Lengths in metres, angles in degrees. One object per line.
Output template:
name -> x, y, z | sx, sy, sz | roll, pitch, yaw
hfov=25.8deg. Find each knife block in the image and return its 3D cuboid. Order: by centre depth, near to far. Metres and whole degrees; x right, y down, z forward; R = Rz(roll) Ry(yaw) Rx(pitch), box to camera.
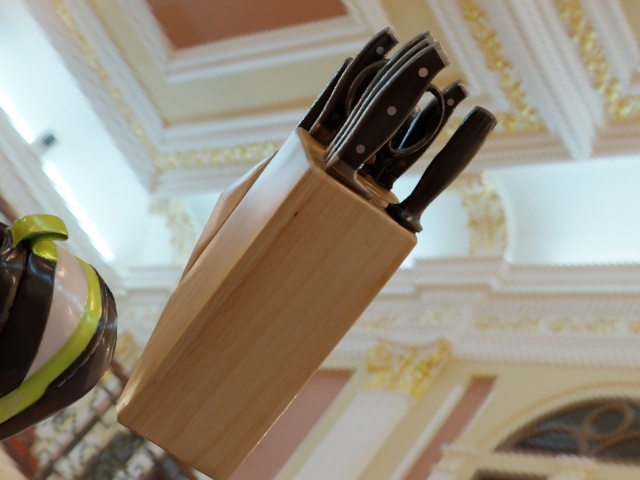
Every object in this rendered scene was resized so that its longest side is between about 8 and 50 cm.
knife block -> 0.000, 0.000, 0.895 | 0.088, 0.275, 0.242 | 34, -33, -16

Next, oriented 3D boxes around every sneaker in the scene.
sneaker -> -0.198, 0.061, 0.602 | 0.097, 0.235, 0.084 | 49, 8, -47
